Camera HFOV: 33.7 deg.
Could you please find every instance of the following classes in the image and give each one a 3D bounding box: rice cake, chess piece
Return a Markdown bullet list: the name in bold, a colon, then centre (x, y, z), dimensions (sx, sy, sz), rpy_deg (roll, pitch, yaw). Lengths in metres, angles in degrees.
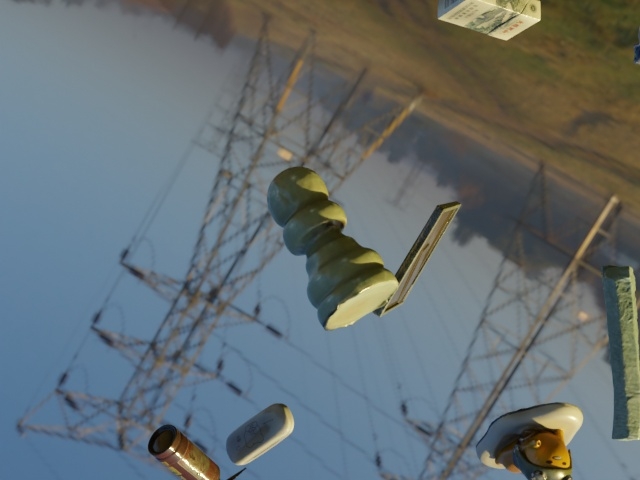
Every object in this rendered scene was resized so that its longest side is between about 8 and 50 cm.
- **rice cake**: centre (0.424, 0.157, 1.485), dimensions (0.045, 0.245, 0.042), rpy_deg (-4, 177, 21)
- **chess piece**: centre (0.000, 0.000, 1.573), dimensions (0.243, 0.133, 0.133), rpy_deg (58, -163, 19)

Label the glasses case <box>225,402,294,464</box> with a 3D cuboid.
- **glasses case**: centre (-0.132, 0.419, 2.285), dimensions (0.049, 0.193, 0.074), rpy_deg (6, -127, -50)

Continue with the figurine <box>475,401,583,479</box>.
- **figurine**: centre (0.401, 0.422, 2.003), dimensions (0.166, 0.250, 0.141), rpy_deg (14, -131, -20)

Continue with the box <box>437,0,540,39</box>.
- **box**: centre (0.160, -0.219, 1.006), dimensions (0.083, 0.024, 0.054), rpy_deg (10, 162, -26)

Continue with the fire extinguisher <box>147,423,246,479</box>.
- **fire extinguisher**: centre (-0.248, 0.481, 2.230), dimensions (0.252, 0.106, 0.075), rpy_deg (51, -148, -35)

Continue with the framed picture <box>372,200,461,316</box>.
- **framed picture**: centre (0.159, 0.027, 1.716), dimensions (0.015, 0.203, 0.150), rpy_deg (33, -165, 13)

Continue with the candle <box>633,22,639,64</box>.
- **candle**: centre (0.675, -0.320, 1.708), dimensions (0.330, 0.187, 0.187), rpy_deg (25, -174, 16)
